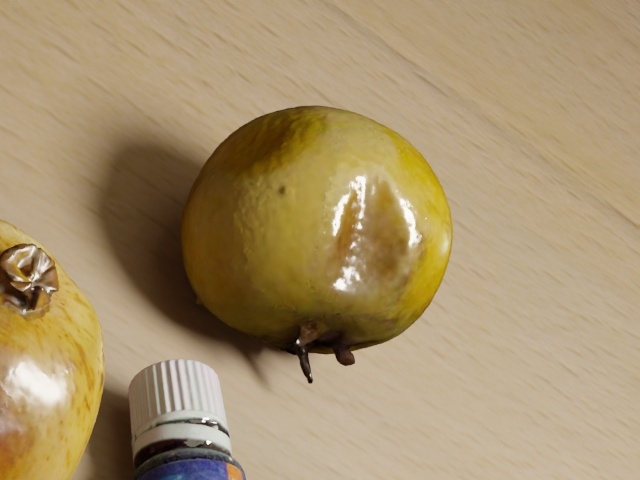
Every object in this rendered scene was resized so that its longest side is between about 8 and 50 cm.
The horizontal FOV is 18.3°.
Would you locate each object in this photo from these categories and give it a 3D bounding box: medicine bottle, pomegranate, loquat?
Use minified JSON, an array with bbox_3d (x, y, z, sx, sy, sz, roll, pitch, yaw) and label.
[{"bbox_3d":[-0.090,0.180,1.358,0.083,0.083,0.203,21,42,-36],"label":"medicine bottle"},{"bbox_3d":[-0.227,0.082,1.184,0.215,0.215,0.215,30,39,-27],"label":"pomegranate"},{"bbox_3d":[-0.002,-0.002,1.531,0.213,0.213,0.213,30,39,-27],"label":"loquat"}]
